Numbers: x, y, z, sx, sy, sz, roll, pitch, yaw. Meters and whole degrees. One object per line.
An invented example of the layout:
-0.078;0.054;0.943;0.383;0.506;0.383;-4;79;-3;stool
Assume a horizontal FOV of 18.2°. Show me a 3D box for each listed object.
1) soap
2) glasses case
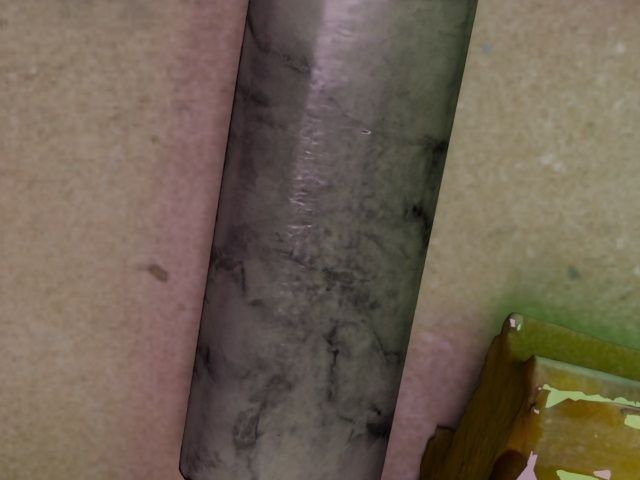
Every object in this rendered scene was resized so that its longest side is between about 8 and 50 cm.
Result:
0.188;0.184;1.084;0.281;0.143;0.259;17;116;-10;soap
0.000;0.000;1.032;0.114;0.060;0.299;6;114;-10;glasses case
